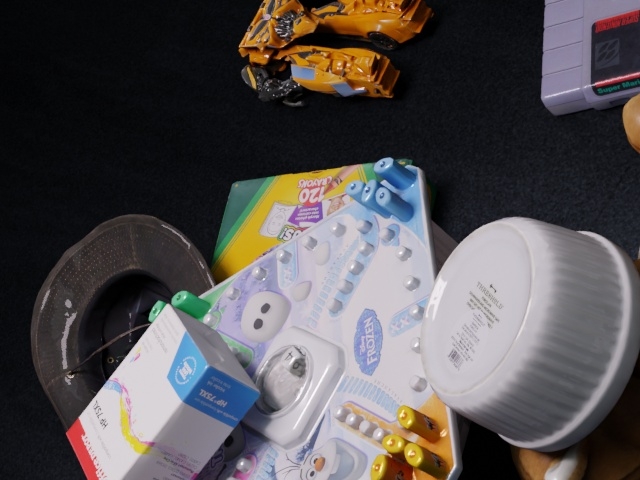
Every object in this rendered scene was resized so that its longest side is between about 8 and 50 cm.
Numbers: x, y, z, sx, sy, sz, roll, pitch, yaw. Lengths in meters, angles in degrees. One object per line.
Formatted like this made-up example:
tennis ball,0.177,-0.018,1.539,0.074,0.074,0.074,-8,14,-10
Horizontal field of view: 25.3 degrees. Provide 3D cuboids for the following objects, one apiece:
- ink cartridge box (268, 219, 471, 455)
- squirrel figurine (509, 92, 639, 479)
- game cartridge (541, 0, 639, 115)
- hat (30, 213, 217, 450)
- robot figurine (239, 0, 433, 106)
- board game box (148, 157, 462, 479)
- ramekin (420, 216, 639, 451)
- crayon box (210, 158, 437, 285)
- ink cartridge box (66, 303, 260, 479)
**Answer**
ink cartridge box,0.081,0.136,1.573,0.117,0.207,0.283,-1,62,40
squirrel figurine,0.363,0.129,1.318,0.397,0.281,0.370,32,80,39
game cartridge,0.434,-0.283,1.696,0.355,0.068,0.230,-12,51,30
hat,-0.215,0.133,1.842,0.331,0.134,0.331,-7,78,33
robot figurine,0.006,-0.286,1.989,0.291,0.085,0.211,12,69,40
board game box,-0.040,0.145,1.475,0.390,0.050,0.390,-32,43,29
ramekin,0.180,0.077,1.276,0.207,0.109,0.207,-42,37,42
crayon box,0.000,0.000,1.809,0.278,0.081,0.165,-6,59,33
ink cartridge box,-0.180,0.199,1.484,0.231,0.078,0.134,-52,36,7
